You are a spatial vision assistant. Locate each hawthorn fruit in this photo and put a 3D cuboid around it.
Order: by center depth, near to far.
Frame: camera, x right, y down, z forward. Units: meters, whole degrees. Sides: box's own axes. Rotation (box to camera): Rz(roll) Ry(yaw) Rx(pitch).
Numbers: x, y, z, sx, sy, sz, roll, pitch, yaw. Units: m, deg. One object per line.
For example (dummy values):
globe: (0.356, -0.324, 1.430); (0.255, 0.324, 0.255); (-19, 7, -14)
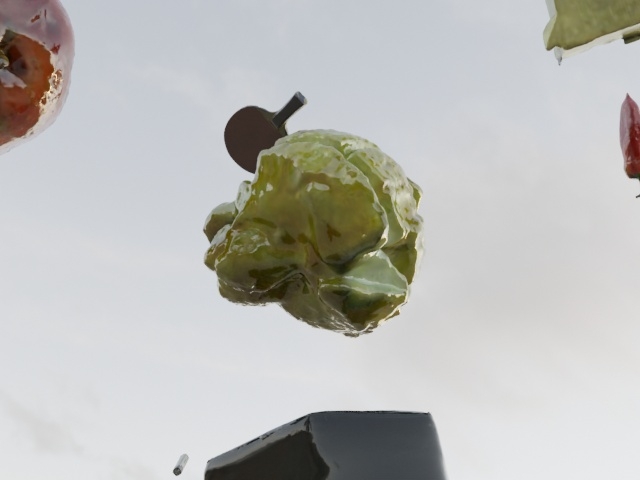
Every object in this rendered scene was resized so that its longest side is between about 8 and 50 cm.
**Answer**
hawthorn fruit: (-0.437, -0.230, 1.031); (0.275, 0.275, 0.299); (46, -16, -34)

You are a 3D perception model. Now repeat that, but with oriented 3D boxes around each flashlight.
flashlight: (-0.308, 0.495, 1.833); (0.018, 0.083, 0.018); (-33, -86, 5)

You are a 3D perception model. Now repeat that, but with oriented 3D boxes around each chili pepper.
chili pepper: (0.525, -0.158, 1.381); (0.050, 0.191, 0.059); (-4, -18, 12)

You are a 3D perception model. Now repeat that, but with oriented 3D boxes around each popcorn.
popcorn: (-0.002, 0.001, 1.021); (0.276, 0.225, 0.277); (3, -79, 17)

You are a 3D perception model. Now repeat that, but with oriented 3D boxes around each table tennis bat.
table tennis bat: (-0.071, -0.146, 1.108); (0.095, 0.014, 0.158); (48, -48, -6)

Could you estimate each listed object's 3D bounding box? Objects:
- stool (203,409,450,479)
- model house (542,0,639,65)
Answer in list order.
stool: (0.015, 0.247, 0.722); (0.232, 0.141, 0.232); (-10, -31, -6)
model house: (0.422, -0.408, 1.106); (0.321, 0.261, 0.266); (-18, -85, 15)
